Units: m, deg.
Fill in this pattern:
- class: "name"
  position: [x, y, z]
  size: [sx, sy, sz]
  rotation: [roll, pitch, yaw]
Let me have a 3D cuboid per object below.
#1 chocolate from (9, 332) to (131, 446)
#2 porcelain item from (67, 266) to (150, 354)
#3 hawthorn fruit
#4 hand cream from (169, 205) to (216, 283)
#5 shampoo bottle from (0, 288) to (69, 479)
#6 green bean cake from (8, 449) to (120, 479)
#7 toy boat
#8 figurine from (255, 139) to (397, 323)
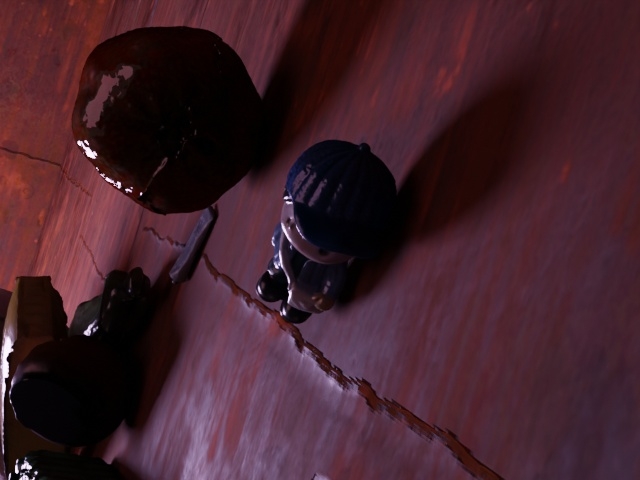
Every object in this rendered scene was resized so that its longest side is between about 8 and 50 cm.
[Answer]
- class: "chocolate"
  position: [-0.271, 0.162, 1.174]
  size: [0.124, 0.127, 0.133]
  rotation: [-46, 7, 33]
- class: "porcelain item"
  position: [-0.240, 0.076, 1.232]
  size: [0.216, 0.069, 0.081]
  rotation: [136, 149, -56]
- class: "hawthorn fruit"
  position: [-0.146, -0.127, 0.987]
  size: [0.181, 0.181, 0.235]
  rotation: [-67, 24, 16]
- class: "hand cream"
  position: [-0.132, 0.006, 1.078]
  size: [0.093, 0.019, 0.030]
  rotation: [-63, 23, 21]
- class: "shampoo bottle"
  position: [-0.501, 0.222, 1.517]
  size: [0.273, 0.273, 0.266]
  rotation: [-49, 22, 50]
- class: "green bean cake"
  position: [-0.278, 0.324, 1.082]
  size: [0.208, 0.107, 0.193]
  rotation: [-3, 70, 68]
- class: "toy boat"
  position: [-0.348, 0.182, 1.288]
  size: [0.121, 0.089, 0.321]
  rotation: [-110, 23, -58]
- class: "figurine"
  position: [0.005, -0.005, 0.663]
  size: [0.079, 0.077, 0.136]
  rotation: [-45, -12, -27]
